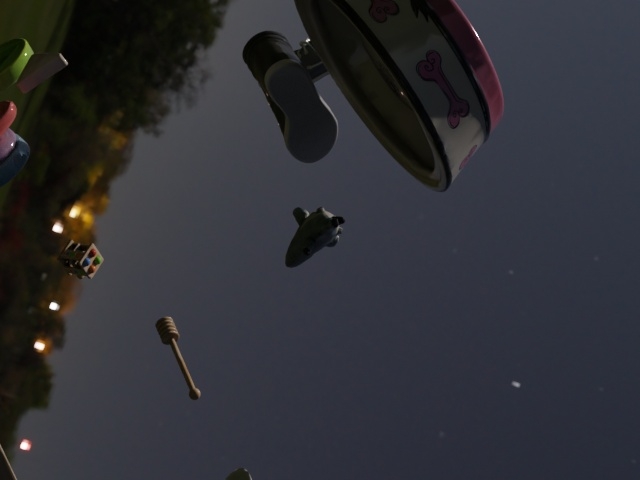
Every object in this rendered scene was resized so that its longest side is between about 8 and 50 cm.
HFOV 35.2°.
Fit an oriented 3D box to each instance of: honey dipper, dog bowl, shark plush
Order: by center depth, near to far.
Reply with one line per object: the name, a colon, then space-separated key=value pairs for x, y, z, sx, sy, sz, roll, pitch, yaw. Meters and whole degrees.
shark plush: x=0.000 y=0.000 z=1.301 sx=0.067 sy=0.073 sz=0.161 roll=-52 pitch=-161 yaw=-19
honey dipper: x=-0.223 y=0.187 z=1.583 sx=0.030 sy=0.030 sz=0.160 roll=-57 pitch=-136 yaw=30
dog bowl: x=0.132 y=-0.283 z=1.603 sx=0.150 sy=0.408 sz=0.408 roll=-37 pitch=-162 yaw=-5

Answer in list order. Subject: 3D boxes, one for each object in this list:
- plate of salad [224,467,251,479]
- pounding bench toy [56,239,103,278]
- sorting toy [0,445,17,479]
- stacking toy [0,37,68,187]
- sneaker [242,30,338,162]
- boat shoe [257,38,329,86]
plate of salad: x=-0.124 y=0.345 z=1.104 sx=0.200 sy=0.048 sz=0.200 roll=-57 pitch=-159 yaw=35
pounding bench toy: x=-0.462 y=0.047 z=1.980 sx=0.052 sy=0.065 sz=0.083 roll=-64 pitch=149 yaw=-32
sorting toy: x=-0.600 y=0.471 z=1.628 sx=0.089 sy=0.255 sz=0.257 roll=27 pitch=-42 yaw=61
stacking toy: x=-0.537 y=-0.192 z=1.675 sx=0.279 sy=0.130 sz=0.309 roll=-46 pitch=-142 yaw=-18
sneaker: x=-0.054 y=-0.269 z=1.847 sx=0.104 sy=0.296 sz=0.147 roll=-27 pitch=-124 yaw=0
boat shoe: x=-0.004 y=-0.424 z=2.249 sx=0.319 sy=0.099 sz=0.116 roll=-13 pitch=-134 yaw=16
